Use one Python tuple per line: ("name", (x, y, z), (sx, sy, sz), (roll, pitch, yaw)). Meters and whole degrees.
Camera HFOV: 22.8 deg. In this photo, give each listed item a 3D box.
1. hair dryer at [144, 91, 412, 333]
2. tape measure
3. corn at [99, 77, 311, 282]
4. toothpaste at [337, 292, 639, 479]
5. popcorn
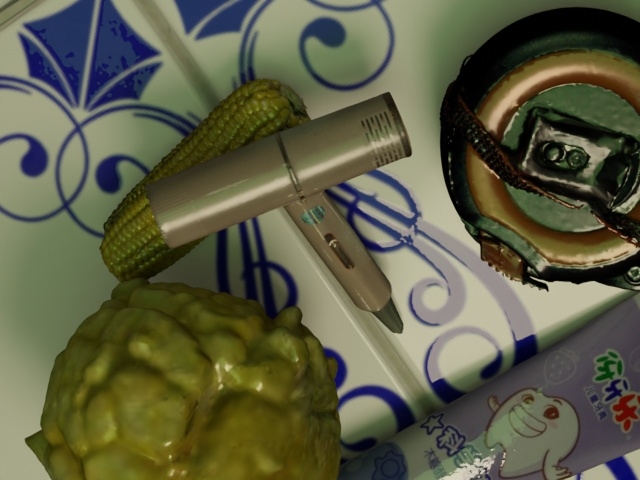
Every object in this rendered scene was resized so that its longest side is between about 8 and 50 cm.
("hair dryer", (-0.011, 0.006, 1.224), (0.195, 0.054, 0.220), (-20, 133, -1))
("tape measure", (0.196, -0.067, 1.177), (0.223, 0.135, 0.202), (14, 107, 0))
("corn", (-0.091, -0.046, 1.232), (0.203, 0.072, 0.072), (-43, 101, 14))
("toothpaste", (0.138, 0.167, 1.298), (0.371, 0.080, 0.125), (-27, 101, 3))
("popcorn", (-0.103, 0.141, 1.207), (0.225, 0.249, 0.249), (24, 112, 34))
